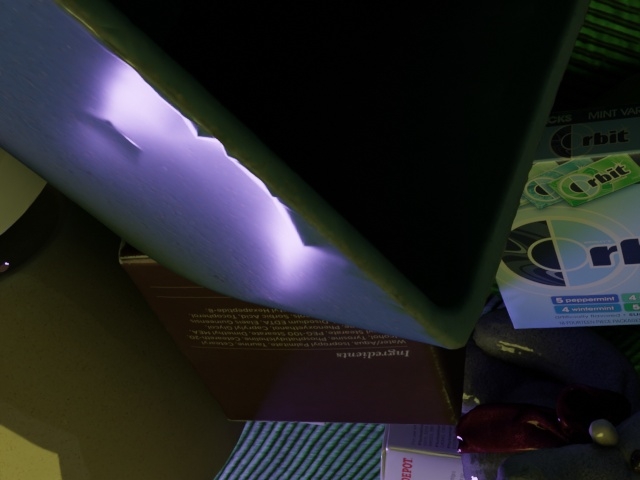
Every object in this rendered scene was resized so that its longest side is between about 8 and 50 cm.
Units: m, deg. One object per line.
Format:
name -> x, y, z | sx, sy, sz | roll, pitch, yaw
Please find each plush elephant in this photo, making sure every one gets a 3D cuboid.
plush elephant -> 0.198, 0.176, 0.779 | 0.330, 0.272, 0.255 | 4, 170, -7

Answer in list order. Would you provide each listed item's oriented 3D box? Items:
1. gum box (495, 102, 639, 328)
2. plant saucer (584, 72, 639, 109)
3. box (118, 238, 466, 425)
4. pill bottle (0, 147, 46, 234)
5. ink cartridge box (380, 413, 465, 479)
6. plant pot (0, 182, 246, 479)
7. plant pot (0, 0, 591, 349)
gum box -> 0.182, -0.009, 0.670 | 0.157, 0.041, 0.184 | -4, 143, 21
plant saucer -> 0.271, -0.027, 0.691 | 0.241, 0.037, 0.241 | 8, 145, 5
box -> 0.000, 0.000, 0.685 | 0.167, 0.168, 0.203 | -2, 143, 16
pill bottle -> -0.287, -0.117, 0.599 | 0.160, 0.160, 0.283 | -12, 140, 29
ink cartridge box -> 0.161, 0.200, 1.005 | 0.203, 0.086, 0.148 | 7, 145, 6
plant pot -> -0.207, 0.063, 0.757 | 0.284, 0.284, 0.191 | -1, 133, 16
plant pot -> -0.060, -0.120, 0.477 | 0.252, 0.248, 0.247 | 0, 148, 44
